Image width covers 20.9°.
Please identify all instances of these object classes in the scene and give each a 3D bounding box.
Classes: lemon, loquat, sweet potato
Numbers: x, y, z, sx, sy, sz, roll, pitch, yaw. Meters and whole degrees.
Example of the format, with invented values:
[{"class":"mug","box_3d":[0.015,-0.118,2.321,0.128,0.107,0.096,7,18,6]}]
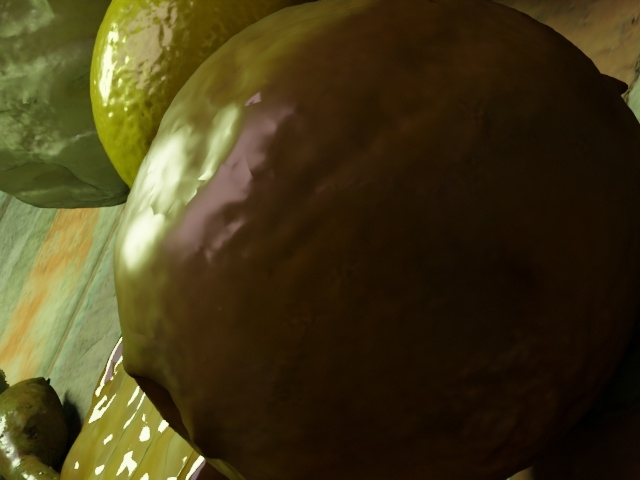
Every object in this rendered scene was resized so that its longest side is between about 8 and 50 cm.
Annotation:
[{"class":"lemon","box_3d":[-0.068,-0.114,1.219,0.187,0.187,0.244,-25,43,62]},{"class":"loquat","box_3d":[0.028,0.008,0.723,0.193,0.238,0.238,9,72,54]},{"class":"sweet potato","box_3d":[-0.249,0.175,1.479,0.074,0.075,0.269,-59,22,10]}]

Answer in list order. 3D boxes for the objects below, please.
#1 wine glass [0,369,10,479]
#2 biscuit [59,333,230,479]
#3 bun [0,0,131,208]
[{"class":"wine glass","box_3d":[-0.334,0.202,1.683,0.074,0.074,0.262,-58,20,12]},{"class":"biscuit","box_3d":[-0.060,0.110,1.008,0.296,0.102,0.296,-50,25,34]},{"class":"bun","box_3d":[-0.198,-0.200,1.567,0.211,0.359,0.359,5,61,27]}]
